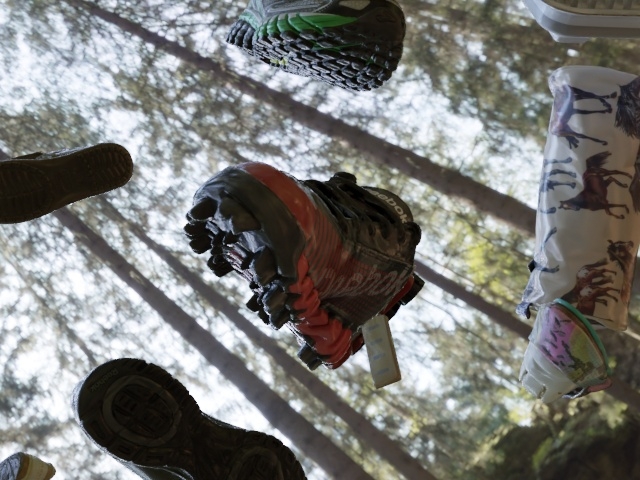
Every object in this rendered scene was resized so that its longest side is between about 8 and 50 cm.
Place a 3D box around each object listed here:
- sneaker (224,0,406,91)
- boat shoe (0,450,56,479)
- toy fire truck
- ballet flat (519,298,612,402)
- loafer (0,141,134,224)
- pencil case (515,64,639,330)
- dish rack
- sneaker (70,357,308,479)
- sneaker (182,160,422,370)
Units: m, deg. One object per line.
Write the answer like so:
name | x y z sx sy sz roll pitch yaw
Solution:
sneaker | -0.008 -0.261 0.864 0.134 0.343 0.146 20 -82 -30
boat shoe | -0.387 0.297 0.961 0.153 0.056 0.048 -30 -43 33
toy fire truck | 0.060 0.143 1.251 0.217 0.158 0.246 -47 1 26
ballet flat | 0.229 0.120 0.737 0.079 0.077 0.221 -42 -29 5
loafer | -0.236 -0.050 0.673 0.148 0.050 0.056 -12 -80 -13
pencil case | 0.413 -0.069 1.220 0.160 0.184 0.410 9 -92 -36
dish rack | 0.415 -0.348 1.064 0.333 0.285 0.072 -1 -45 -8
sneaker | -0.125 0.214 0.773 0.286 0.130 0.109 45 -118 -17
sneaker | 0.000 0.000 0.522 0.135 0.098 0.276 -45 -20 -6
